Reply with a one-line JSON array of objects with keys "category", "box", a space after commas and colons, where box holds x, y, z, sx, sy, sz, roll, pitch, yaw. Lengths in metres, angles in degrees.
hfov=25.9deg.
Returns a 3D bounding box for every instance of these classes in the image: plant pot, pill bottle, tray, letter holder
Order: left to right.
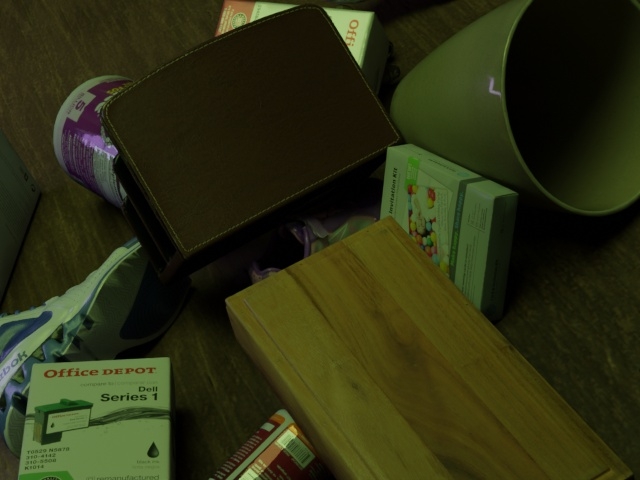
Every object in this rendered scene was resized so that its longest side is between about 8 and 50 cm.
[{"category": "pill bottle", "box": [-0.217, -0.110, 1.848, 0.169, 0.169, 0.301, -43, 39, -17]}, {"category": "letter holder", "box": [-0.096, -0.119, 1.641, 0.302, 0.214, 0.152, -29, -4, -19]}, {"category": "pill bottle", "box": [-0.062, 0.248, 1.395, 0.152, 0.086, 0.086, -43, 39, -18]}, {"category": "tray", "box": [0.090, 0.152, 1.332, 0.203, 0.076, 0.411, -27, 46, -14]}, {"category": "plant pot", "box": [0.210, -0.152, 1.580, 0.256, 0.256, 0.274, -49, 25, -25]}]

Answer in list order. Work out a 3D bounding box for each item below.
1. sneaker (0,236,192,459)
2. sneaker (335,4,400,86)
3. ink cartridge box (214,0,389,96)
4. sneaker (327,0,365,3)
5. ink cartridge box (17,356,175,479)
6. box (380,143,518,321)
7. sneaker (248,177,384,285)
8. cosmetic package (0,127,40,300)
[{"category": "sneaker", "box": [-0.321, 0.109, 1.695, 0.182, 0.127, 0.315, 16, 57, 41]}, {"category": "sneaker", "box": [0.064, -0.269, 1.950, 0.071, 0.066, 0.188, -10, 43, -1]}, {"category": "ink cartridge box", "box": [-0.034, -0.224, 1.843, 0.218, 0.092, 0.158, 9, 74, 17]}, {"category": "sneaker", "box": [0.080, -0.429, 2.033, 0.321, 0.124, 0.180, 5, 30, -5]}, {"category": "ink cartridge box", "box": [-0.235, 0.230, 1.486, 0.160, 0.092, 0.219, -3, 39, -4]}, {"category": "box", "box": [0.135, -0.011, 1.525, 0.038, 0.145, 0.186, -9, 25, -32]}, {"category": "sneaker", "box": [0.000, 0.000, 1.630, 0.095, 0.104, 0.236, 15, 54, 45]}, {"category": "cosmetic package", "box": [-0.539, 0.017, 1.926, 0.197, 0.155, 0.365, -13, 38, 17]}]
